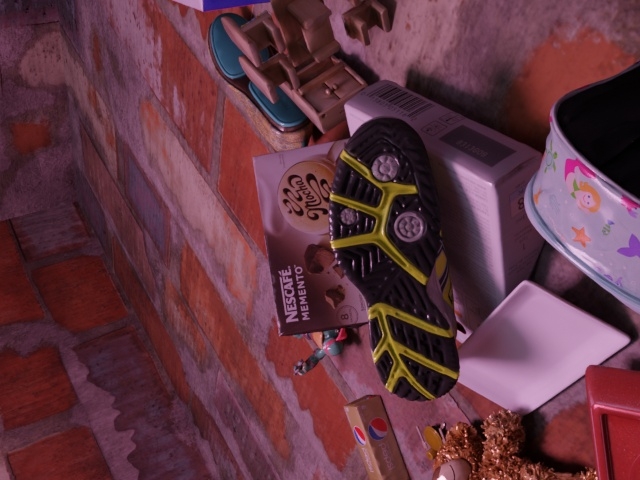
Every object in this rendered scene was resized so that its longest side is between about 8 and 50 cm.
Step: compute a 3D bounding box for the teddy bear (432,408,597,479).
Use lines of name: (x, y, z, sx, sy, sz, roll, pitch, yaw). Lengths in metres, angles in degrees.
teddy bear: (0.284, 0.377, 1.012, 0.338, 0.113, 0.245, 29, 129, 45)

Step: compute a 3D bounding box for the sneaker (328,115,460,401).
sneaker: (0.100, 0.021, 0.945, 0.147, 0.145, 0.384, -67, -30, -68)

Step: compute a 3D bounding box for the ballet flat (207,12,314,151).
ballet flat: (-0.121, -0.296, 1.359, 0.348, 0.123, 0.123, 55, 149, 27)

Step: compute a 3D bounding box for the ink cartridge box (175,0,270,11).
ink cartridge box: (-0.139, -0.429, 1.159, 0.371, 0.176, 0.069, -138, 37, -60)

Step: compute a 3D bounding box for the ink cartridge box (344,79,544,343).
ink cartridge box: (0.189, -0.013, 1.033, 0.308, 0.091, 0.385, 39, 155, 45)

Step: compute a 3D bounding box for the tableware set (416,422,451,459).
tableware set: (0.232, 0.369, 1.219, 0.154, 0.024, 0.104, -19, 93, 61)

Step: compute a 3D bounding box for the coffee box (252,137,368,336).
coffee box: (0.000, 0.000, 1.160, 0.119, 0.168, 0.297, 32, -131, -80)

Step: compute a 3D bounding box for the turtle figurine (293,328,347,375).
turtle figurine: (-0.012, 0.194, 1.451, 0.234, 0.118, 0.175, -136, 51, -66)

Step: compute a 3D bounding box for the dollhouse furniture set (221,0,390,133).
dollhouse furniture set: (-0.025, -0.310, 1.071, 0.161, 0.212, 0.242, 51, 171, 34)

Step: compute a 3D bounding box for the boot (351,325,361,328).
boot: (0.004, 0.014, 1.346, 0.223, 0.118, 0.338, 137, 118, -67)

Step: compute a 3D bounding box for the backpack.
backpack: (0.303, -0.044, 0.584, 0.225, 0.254, 0.191, 49, 145, 35)

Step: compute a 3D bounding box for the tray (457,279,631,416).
tray: (0.275, 0.146, 0.941, 0.145, 0.030, 0.270, 29, 143, 3)

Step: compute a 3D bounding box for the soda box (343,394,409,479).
soda box: (0.112, 0.407, 1.413, 0.058, 0.061, 0.181, -23, 86, 62)

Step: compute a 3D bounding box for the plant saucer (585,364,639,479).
plant saucer: (0.407, 0.279, 0.755, 0.258, 0.048, 0.259, 0, 103, 50)
